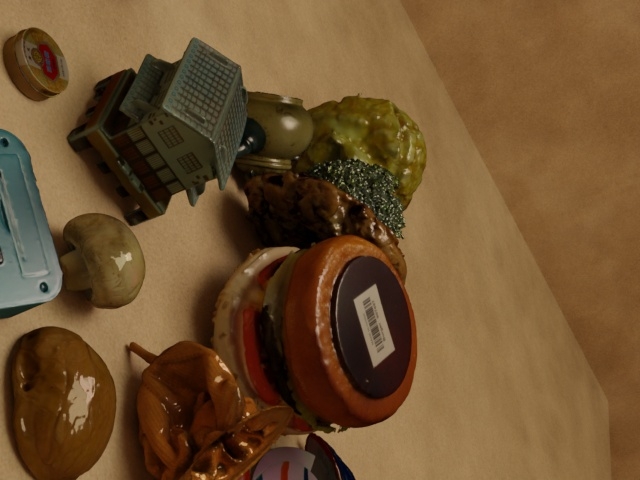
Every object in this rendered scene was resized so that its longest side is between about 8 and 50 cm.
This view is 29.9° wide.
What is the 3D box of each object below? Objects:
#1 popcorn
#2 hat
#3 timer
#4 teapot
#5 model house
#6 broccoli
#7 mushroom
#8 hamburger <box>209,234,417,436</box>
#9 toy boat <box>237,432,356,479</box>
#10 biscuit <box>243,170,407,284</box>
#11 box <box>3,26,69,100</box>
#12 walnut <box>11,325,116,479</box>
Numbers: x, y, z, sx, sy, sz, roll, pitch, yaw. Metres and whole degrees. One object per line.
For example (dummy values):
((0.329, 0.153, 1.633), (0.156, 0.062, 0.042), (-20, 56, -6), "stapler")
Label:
((0.087, -0.170, 2.468), (0.282, 0.282, 0.247), (23, 50, -60), "popcorn")
((-0.203, 0.232, 1.686), (0.233, 0.244, 0.233), (45, -16, 19), "hat")
((-0.449, -0.014, 1.430), (0.250, 0.091, 0.232), (-5, 76, -55), "timer")
((-0.098, -0.182, 2.237), (0.269, 0.173, 0.182), (0, 100, -65), "teapot")
((-0.230, -0.172, 1.837), (0.198, 0.215, 0.224), (58, 25, -28), "model house")
((0.077, 0.016, 2.313), (0.361, 0.252, 0.221), (56, 20, -30), "broccoli")
((-0.300, 0.029, 1.641), (0.148, 0.112, 0.148), (165, -90, -77), "mushroom")
((-0.010, 0.158, 1.957), (0.330, 0.250, 0.330), (19, 67, -54), "hamburger")
((-0.037, 0.403, 2.000), (0.318, 0.072, 0.219), (42, 36, -31), "toy boat")
((-0.001, -0.003, 2.115), (0.081, 0.334, 0.289), (-54, 149, -25), "biscuit")
((-0.410, -0.254, 1.730), (0.105, 0.037, 0.105), (47, 31, -41), "box")
((-0.308, 0.202, 1.509), (0.167, 0.087, 0.211), (42, 35, -54), "walnut")
